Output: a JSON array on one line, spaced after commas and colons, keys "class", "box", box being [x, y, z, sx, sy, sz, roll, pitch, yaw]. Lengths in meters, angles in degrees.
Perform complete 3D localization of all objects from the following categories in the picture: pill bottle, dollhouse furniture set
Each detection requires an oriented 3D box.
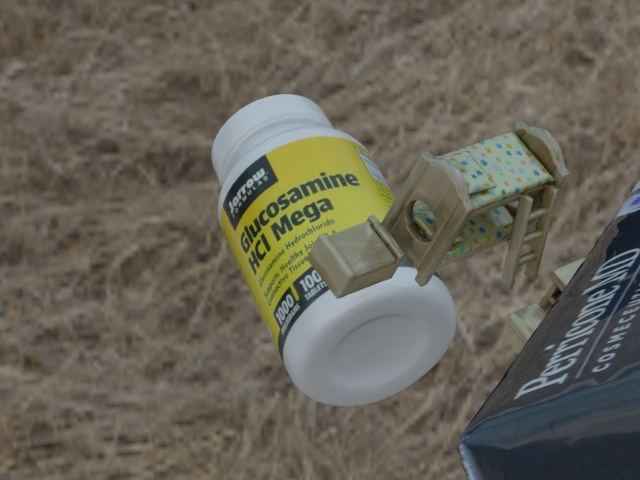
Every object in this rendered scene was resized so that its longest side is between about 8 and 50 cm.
[{"class": "pill bottle", "box": [0.000, 0.000, 1.880, 0.187, 0.188, 0.334, -14, 48, -16]}, {"class": "dollhouse furniture set", "box": [0.119, 0.015, 1.265, 0.182, 0.101, 0.161, -20, 62, -38]}]

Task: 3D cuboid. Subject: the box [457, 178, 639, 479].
[{"class": "box", "box": [0.292, 0.045, 0.566, 0.395, 0.212, 0.293, -21, 10, 26]}]
